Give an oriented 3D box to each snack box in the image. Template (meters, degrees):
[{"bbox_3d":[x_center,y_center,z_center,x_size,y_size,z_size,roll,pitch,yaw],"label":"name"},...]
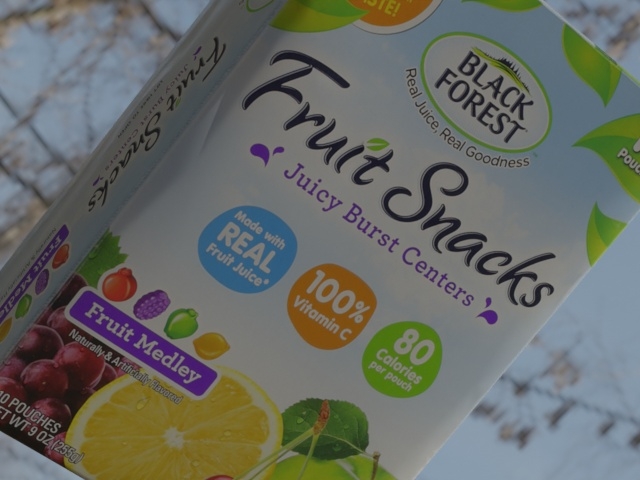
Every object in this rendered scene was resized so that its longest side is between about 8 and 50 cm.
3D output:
[{"bbox_3d":[0.000,0.000,0.411,0.100,0.141,0.037,35,8,-28],"label":"snack box"}]
